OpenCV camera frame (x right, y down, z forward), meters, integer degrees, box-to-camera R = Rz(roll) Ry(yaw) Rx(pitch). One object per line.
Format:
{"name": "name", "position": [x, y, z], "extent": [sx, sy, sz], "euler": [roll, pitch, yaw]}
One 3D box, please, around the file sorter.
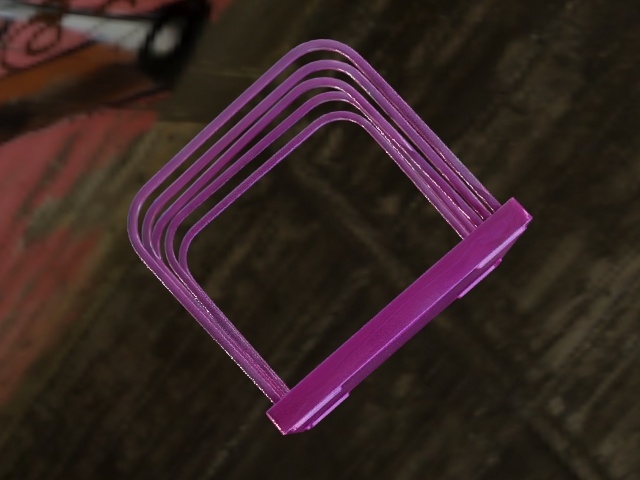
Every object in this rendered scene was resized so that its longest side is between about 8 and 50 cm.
{"name": "file sorter", "position": [0.000, 0.000, 1.292], "extent": [0.202, 0.291, 0.182], "euler": [-41, -95, -2]}
